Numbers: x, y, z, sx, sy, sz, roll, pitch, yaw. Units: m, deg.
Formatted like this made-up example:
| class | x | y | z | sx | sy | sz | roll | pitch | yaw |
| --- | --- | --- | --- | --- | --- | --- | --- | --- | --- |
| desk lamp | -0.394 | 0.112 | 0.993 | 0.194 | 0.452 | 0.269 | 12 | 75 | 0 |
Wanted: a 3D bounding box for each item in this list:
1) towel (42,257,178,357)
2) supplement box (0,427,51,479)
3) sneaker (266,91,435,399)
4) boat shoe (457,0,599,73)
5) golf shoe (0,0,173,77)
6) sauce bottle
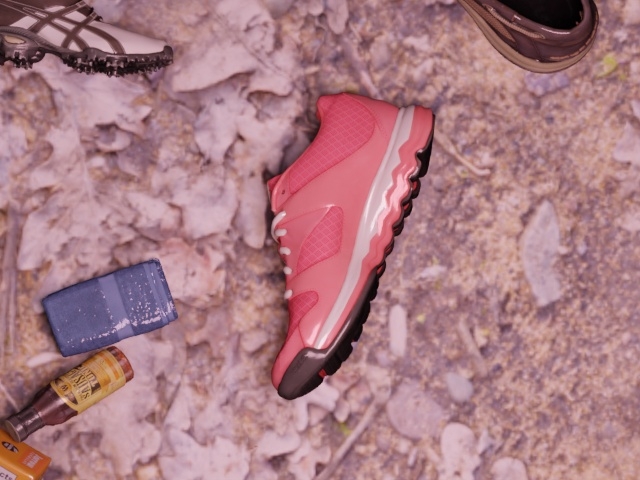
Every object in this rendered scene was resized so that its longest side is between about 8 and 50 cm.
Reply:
| class | x | y | z | sx | sy | sz | roll | pitch | yaw |
| --- | --- | --- | --- | --- | --- | --- | --- | --- | --- |
| towel | -0.201 | 0.065 | 1.791 | 0.119 | 0.029 | 0.067 | -18 | 85 | -8 |
| supplement box | -0.369 | 0.180 | 1.729 | 0.233 | 0.078 | 0.080 | 33 | 101 | -2 |
| sneaker | 0.000 | 0.000 | 1.791 | 0.136 | 0.116 | 0.314 | 21 | 75 | 8 |
| boat shoe | 0.138 | -0.312 | 1.815 | 0.355 | 0.130 | 0.132 | 39 | 81 | 0 |
| golf shoe | -0.236 | -0.208 | 1.797 | 0.198 | 0.077 | 0.094 | 7 | 83 | -6 |
| sauce bottle | -0.236 | 0.146 | 1.755 | 0.128 | 0.042 | 0.042 | -34 | 87 | -27 |
